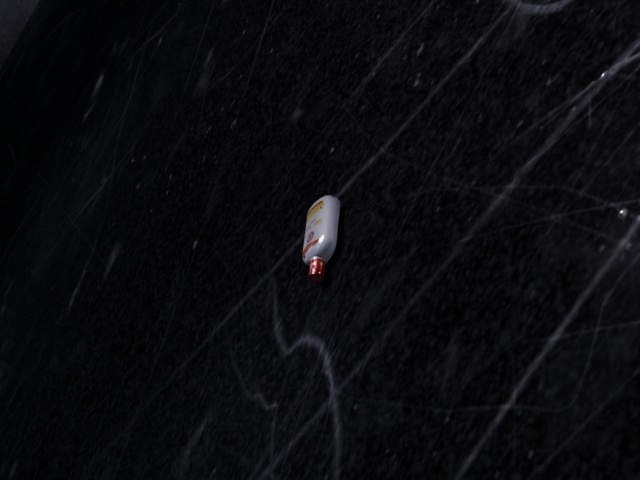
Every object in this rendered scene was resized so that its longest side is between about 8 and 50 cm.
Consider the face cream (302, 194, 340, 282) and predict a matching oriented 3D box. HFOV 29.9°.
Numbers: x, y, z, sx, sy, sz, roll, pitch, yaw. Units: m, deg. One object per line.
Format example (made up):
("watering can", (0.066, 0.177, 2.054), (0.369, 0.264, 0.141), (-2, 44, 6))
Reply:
("face cream", (0.000, 0.000, 1.044), (0.040, 0.021, 0.083), (-42, 31, 41))
